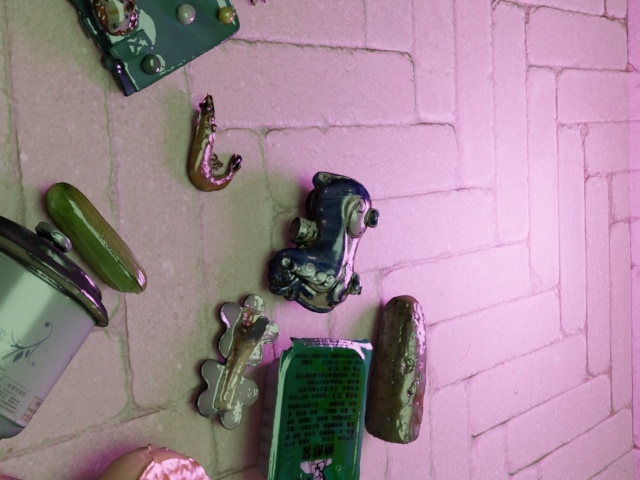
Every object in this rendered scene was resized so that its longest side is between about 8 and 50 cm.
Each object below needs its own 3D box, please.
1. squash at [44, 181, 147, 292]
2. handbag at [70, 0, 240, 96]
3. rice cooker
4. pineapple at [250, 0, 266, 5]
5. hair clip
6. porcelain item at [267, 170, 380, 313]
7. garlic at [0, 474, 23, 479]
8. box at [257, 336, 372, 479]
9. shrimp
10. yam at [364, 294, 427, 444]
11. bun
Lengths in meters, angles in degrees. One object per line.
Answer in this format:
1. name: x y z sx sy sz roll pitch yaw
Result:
1. squash: -0.360 0.004 1.294 0.069 0.069 0.238 -52 123 -30
2. handbag: -0.276 -0.415 1.335 0.274 0.100 0.268 -42 121 -36
3. rice cooker: -0.446 0.102 1.080 0.316 0.264 0.316 -44 146 -42
4. pineapple: -0.114 -0.557 1.509 0.225 0.076 0.224 -1 92 -47
5. hair clip: -0.154 0.226 1.515 0.146 0.075 0.256 29 78 -40
6. porcelain item: 0.000 0.000 1.626 0.186 0.138 0.287 18 84 -27
7. garlic: -0.449 0.399 1.184 0.198 0.128 0.090 48 65 -6
8. box: -0.029 0.359 1.618 0.264 0.106 0.336 9 86 -44
9. shrimp: -0.188 -0.176 1.482 0.124 0.034 0.178 8 88 -48
10. yam: 0.175 0.287 1.812 0.133 0.133 0.330 15 77 -44
11. bun: -0.290 0.491 1.310 0.299 0.165 0.298 49 31 -44
